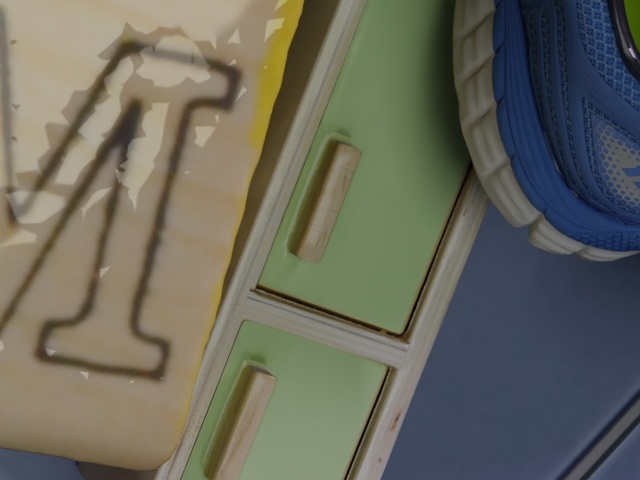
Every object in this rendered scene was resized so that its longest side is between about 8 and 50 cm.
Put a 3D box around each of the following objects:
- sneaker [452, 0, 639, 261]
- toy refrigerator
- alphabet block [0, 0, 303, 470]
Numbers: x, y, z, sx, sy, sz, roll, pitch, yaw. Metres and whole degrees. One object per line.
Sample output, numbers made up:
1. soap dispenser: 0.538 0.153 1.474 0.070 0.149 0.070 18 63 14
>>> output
1. sneaker: 0.106 -0.163 0.692 0.129 0.147 0.330 -19 90 -33
2. toy refrigerator: 0.000 0.000 0.786 0.102 0.094 0.270 20 94 -27
3. alphabet block: -0.145 -0.047 0.657 0.197 0.192 0.193 14 98 -25
